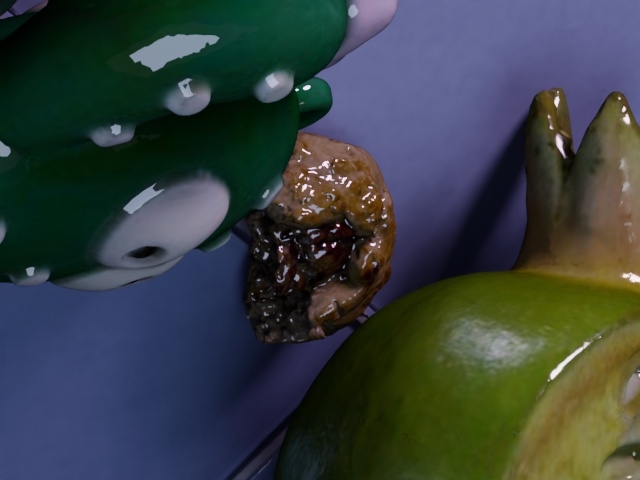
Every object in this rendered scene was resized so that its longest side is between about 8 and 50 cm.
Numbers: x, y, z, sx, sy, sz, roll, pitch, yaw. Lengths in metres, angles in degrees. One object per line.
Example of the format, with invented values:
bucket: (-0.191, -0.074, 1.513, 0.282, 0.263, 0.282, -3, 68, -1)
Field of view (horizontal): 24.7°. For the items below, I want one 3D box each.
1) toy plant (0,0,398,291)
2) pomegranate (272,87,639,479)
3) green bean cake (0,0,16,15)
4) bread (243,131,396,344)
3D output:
toy plant: (-0.094, -0.038, 0.570, 0.243, 0.113, 0.232, -18, 171, -13)
pomegranate: (0.113, 0.099, 0.763, 0.309, 0.216, 0.359, 5, 88, -36)
green bean cake: (-0.204, -0.175, 0.352, 0.308, 0.169, 0.300, -41, 131, -53)
bread: (0.000, 0.000, 0.717, 0.082, 0.060, 0.113, -18, 127, -13)
